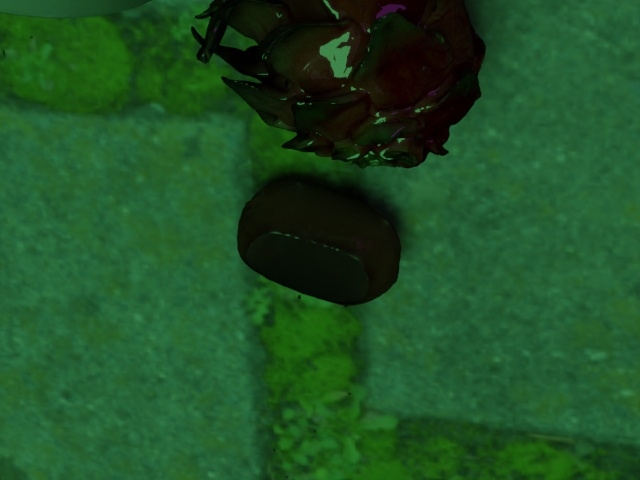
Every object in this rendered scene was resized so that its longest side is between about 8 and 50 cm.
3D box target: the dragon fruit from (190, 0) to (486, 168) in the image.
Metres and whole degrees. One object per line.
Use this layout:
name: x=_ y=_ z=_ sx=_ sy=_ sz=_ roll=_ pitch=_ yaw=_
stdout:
dragon fruit: x=0.012 y=-0.094 z=0.973 sx=0.142 sy=0.121 sz=0.130 roll=31 pitch=144 yaw=-20

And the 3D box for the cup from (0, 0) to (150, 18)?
cup: x=-0.085 y=-0.234 z=0.859 sx=0.289 sy=0.219 sz=0.258 roll=29 pitch=123 yaw=-5

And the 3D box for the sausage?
sausage: x=0.000 y=0.000 z=1.073 sx=0.094 sy=0.054 sz=0.059 roll=19 pitch=124 yaw=4
